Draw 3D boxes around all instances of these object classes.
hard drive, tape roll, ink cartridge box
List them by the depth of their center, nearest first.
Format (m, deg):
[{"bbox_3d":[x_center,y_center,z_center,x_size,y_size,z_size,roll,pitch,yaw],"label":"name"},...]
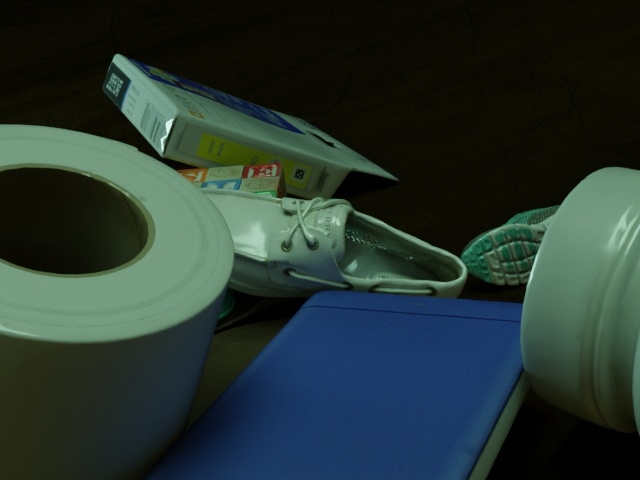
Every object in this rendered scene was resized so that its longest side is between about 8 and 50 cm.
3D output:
[{"bbox_3d":[-0.197,0.051,0.723,0.246,0.169,0.246,13,33,-9],"label":"tape roll"},{"bbox_3d":[0.022,0.130,0.735,0.210,0.040,0.318,3,26,27],"label":"hard drive"},{"bbox_3d":[-0.100,-0.136,1.343,0.307,0.072,0.303,18,12,-30],"label":"ink cartridge box"}]

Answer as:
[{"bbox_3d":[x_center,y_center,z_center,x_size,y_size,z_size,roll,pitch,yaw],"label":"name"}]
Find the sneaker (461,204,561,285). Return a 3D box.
[{"bbox_3d":[0.207,0.003,1.063,0.167,0.065,0.076,-16,10,-26],"label":"sneaker"}]

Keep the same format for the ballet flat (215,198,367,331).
[{"bbox_3d":[-0.097,0.044,0.985,0.316,0.106,0.107,-13,68,-29],"label":"ballet flat"}]

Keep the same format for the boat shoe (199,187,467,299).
[{"bbox_3d":[0.000,0.000,0.924,0.277,0.096,0.098,15,55,-13],"label":"boat shoe"}]

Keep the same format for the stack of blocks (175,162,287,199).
[{"bbox_3d":[-0.187,-0.003,1.115,0.297,0.087,0.171,-5,26,4],"label":"stack of blocks"}]

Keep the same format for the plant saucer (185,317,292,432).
[{"bbox_3d":[-0.032,0.136,0.845,0.278,0.041,0.278,-5,24,2],"label":"plant saucer"}]

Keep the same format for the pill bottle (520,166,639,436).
[{"bbox_3d":[0.345,0.079,0.660,0.392,0.224,0.224,17,34,39],"label":"pill bottle"}]
